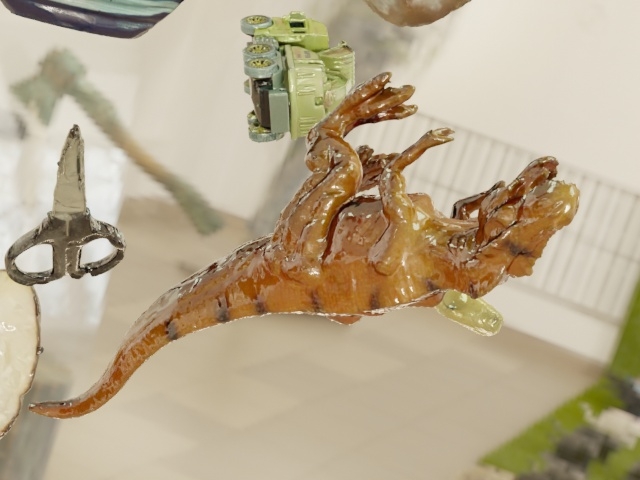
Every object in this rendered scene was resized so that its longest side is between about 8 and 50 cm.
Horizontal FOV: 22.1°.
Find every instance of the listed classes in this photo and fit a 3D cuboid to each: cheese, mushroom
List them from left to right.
[{"bbox_3d":[-0.423,0.171,1.982,0.156,0.285,0.151,30,-7,0],"label":"mushroom"},{"bbox_3d":[0.108,0.049,1.303,0.083,0.030,0.044,34,-6,-9],"label":"cheese"}]

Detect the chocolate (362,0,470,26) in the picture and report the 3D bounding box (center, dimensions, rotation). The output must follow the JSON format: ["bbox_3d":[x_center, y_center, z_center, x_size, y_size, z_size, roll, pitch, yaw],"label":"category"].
[{"bbox_3d":[0.087,-0.382,2.020,0.254,0.157,0.080,48,-16,26],"label":"chocolate"}]

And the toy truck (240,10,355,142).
[{"bbox_3d":[-0.021,-0.169,1.672,0.116,0.085,0.191,-3,26,-3],"label":"toy truck"}]

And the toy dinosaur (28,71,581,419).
[{"bbox_3d":[0.000,0.000,1.097,0.432,0.208,0.097,-22,-52,36],"label":"toy dinosaur"}]

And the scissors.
[{"bbox_3d":[-0.208,-0.025,1.364,0.109,0.022,0.300,-10,-20,-15],"label":"scissors"}]

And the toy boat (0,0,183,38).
[{"bbox_3d":[-0.197,-0.331,1.456,0.221,0.291,0.067,10,17,-14],"label":"toy boat"}]
